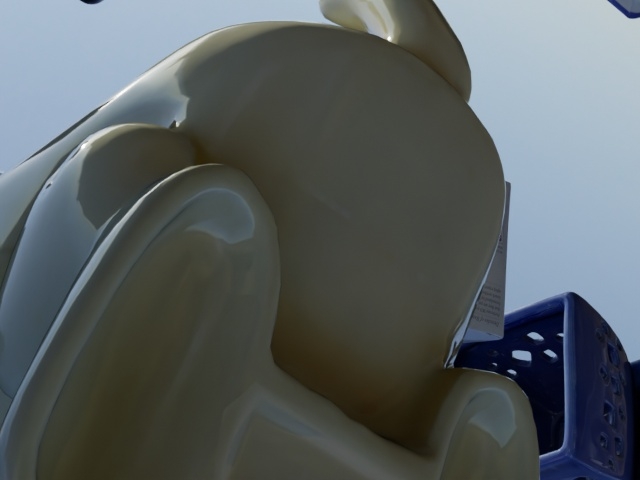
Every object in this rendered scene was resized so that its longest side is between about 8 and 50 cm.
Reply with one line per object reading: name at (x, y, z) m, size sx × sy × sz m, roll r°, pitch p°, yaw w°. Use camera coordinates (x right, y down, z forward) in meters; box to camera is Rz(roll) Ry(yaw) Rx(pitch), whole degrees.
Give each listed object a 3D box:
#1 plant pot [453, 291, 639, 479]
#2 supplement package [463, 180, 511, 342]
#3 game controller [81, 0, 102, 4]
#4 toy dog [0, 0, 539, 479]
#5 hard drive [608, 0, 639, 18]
plant pot at (0.296, 0.233, 1.705) m, size 0.212 × 0.236 × 0.236 m, roll 31°, pitch -129°, yaw -30°
supplement package at (0.000, 0.000, 1.138) m, size 0.261 × 0.145 × 0.204 m, roll 18°, pitch 161°, yaw -42°
game controller at (-0.231, -0.357, 1.396) m, size 0.319 × 0.067 × 0.166 m, roll -69°, pitch -37°, yaw -61°
toy dog at (-0.129, 0.041, 0.677) m, size 0.407 × 0.396 × 0.284 m, roll -9°, pitch 154°, yaw 42°
hard drive at (0.225, -0.310, 1.074) m, size 0.210 × 0.040 × 0.319 m, roll -24°, pitch -126°, yaw -22°
